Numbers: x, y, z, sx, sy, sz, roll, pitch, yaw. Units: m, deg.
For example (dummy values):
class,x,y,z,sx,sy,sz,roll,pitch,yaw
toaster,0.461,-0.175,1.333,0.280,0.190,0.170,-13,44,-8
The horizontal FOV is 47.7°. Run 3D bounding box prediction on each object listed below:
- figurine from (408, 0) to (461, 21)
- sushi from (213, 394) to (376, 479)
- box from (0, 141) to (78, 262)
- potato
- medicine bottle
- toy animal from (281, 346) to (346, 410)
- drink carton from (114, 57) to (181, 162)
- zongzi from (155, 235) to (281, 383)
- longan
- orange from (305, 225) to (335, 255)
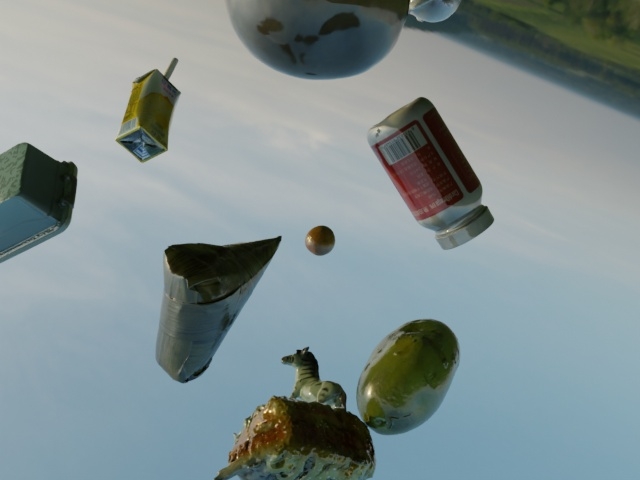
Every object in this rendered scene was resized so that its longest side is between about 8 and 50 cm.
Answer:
class,x,y,z,sx,sy,sz,roll,pitch,yaw
figurine,0.244,-0.566,1.631,0.141,0.163,0.236,61,-173,-22
sushi,-0.040,0.342,1.157,0.274,0.184,0.139,28,-150,-31
box,-0.551,-0.064,1.296,0.130,0.227,0.162,43,-148,-46
potato,0.161,0.238,1.284,0.148,0.186,0.253,48,-128,-5
medicine bottle,0.192,-0.115,1.257,0.250,0.131,0.131,57,-163,-8
toy animal,-0.013,0.330,1.604,0.217,0.176,0.073,7,147,43
drink carton,-0.283,-0.229,1.216,0.084,0.075,0.199,42,-144,-38
zongzi,-0.199,0.126,1.503,0.138,0.286,0.300,29,-149,30
longan,-0.006,-0.478,1.411,0.361,0.360,0.361,21,-162,-7
orange,0.000,0.000,1.896,0.085,0.085,0.085,21,-162,-7
